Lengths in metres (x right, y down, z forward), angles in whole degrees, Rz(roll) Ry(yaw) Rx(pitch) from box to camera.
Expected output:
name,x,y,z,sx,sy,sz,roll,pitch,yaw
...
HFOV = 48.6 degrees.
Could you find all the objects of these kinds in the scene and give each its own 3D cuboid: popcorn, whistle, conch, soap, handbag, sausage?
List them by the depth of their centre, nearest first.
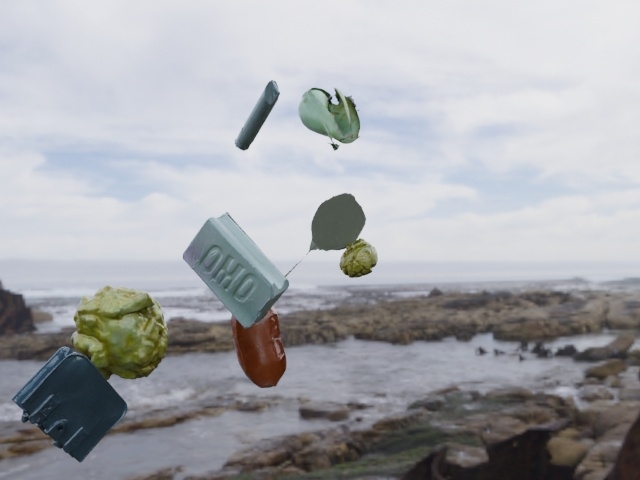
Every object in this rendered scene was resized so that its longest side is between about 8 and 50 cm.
name,x,y,z,sx,sy,sz,roll,pitch,yaw
conch,0.028,-0.223,1.280,0.105,0.170,0.079,-32,-44,-8
handbag,-0.537,0.358,1.531,0.062,0.229,0.179,11,50,38
soap,-0.207,0.075,1.731,0.150,0.261,0.094,-52,-17,30
popcorn,-0.488,0.223,1.740,0.255,0.256,0.195,-40,13,11
sausage,-0.171,0.270,1.915,0.133,0.259,0.133,-11,3,1
popcorn,0.106,0.048,2.016,0.120,0.106,0.116,-27,31,-18
whistle,-0.215,-0.427,2.445,0.062,0.062,0.312,1,-32,-31

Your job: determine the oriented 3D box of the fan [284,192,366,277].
name,x,y,z,sx,sy,sz,roll,pitch,yaw
fan,0.000,0.000,1.999,0.182,0.310,0.010,51,-8,-36
